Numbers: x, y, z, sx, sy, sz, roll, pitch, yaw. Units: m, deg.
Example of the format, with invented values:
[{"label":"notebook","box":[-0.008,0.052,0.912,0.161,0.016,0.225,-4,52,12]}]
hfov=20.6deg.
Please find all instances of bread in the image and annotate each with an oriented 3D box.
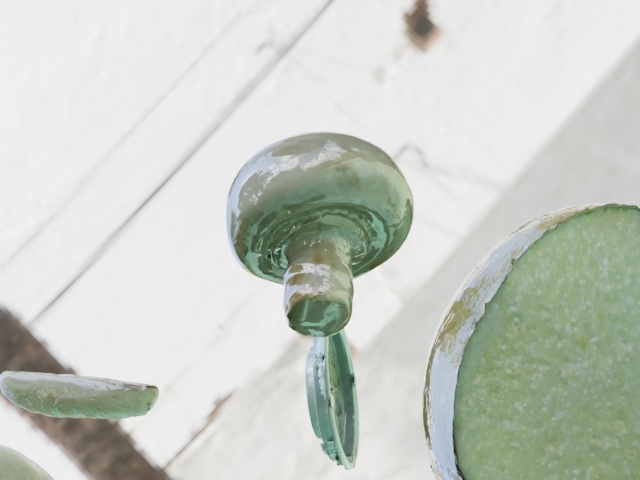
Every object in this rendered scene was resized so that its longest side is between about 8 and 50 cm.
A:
[{"label":"bread","box":[-0.287,0.185,2.086,0.073,0.214,0.053,3,-91,-63]}]

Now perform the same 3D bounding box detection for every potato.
[{"label":"potato","box":[0.308,0.182,2.182,0.442,0.385,0.319,-67,13,-8]}]

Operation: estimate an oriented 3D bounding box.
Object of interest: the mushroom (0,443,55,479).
[{"label":"mushroom","box":[-0.358,0.320,1.664,0.315,0.315,0.356,-54,-3,24]}]

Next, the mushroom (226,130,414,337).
[{"label":"mushroom","box":[0.004,-0.018,1.825,0.206,0.209,0.206,-9,-61,-17]}]

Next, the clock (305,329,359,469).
[{"label":"clock","box":[0.012,0.225,2.607,0.053,0.236,0.236,-9,-13,11]}]
